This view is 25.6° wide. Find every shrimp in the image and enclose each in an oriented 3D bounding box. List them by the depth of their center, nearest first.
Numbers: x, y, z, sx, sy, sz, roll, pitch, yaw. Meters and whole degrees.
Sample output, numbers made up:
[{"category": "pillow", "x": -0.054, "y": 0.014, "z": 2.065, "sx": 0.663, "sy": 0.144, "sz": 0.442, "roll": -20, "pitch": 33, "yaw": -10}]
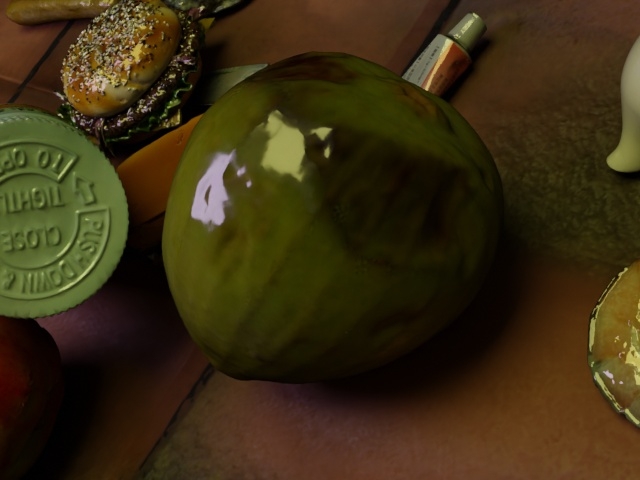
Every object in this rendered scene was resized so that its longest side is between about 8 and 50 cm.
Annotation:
[{"category": "shrimp", "x": 0.292, "y": 0.050, "z": 0.911, "sx": 0.251, "sy": 0.052, "sz": 0.144, "roll": -24, "pitch": 56, "yaw": 29}]

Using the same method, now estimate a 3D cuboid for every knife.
[{"category": "knife", "x": -0.081, "y": -0.146, "z": 1.351, "sx": 0.230, "sy": 0.028, "sz": 0.060, "roll": 3, "pitch": 56, "yaw": 42}]

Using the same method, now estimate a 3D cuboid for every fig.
[{"category": "fig", "x": 0.000, "y": 0.000, "z": 1.036, "sx": 0.271, "sy": 0.239, "sz": 0.239, "roll": -57, "pitch": 35, "yaw": 30}]

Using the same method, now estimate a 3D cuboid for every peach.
[{"category": "peach", "x": -0.318, "y": 0.124, "z": 1.182, "sx": 0.197, "sy": 0.197, "sz": 0.197, "roll": -19, "pitch": 47, "yaw": 22}]

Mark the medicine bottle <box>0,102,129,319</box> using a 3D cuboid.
[{"category": "medicine bottle", "x": -0.259, "y": -0.036, "z": 1.210, "sx": 0.158, "sy": 0.158, "sz": 0.318, "roll": -46, "pitch": 15, "yaw": -5}]

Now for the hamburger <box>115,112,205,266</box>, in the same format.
[{"category": "hamburger", "x": -0.103, "y": -0.046, "z": 1.236, "sx": 0.166, "sy": 0.087, "sz": 0.137, "roll": -27, "pitch": 44, "yaw": 14}]

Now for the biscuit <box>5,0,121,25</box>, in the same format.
[{"category": "biscuit", "x": -0.264, "y": -0.316, "z": 1.605, "sx": 0.183, "sy": 0.039, "sz": 0.174, "roll": -2, "pitch": 57, "yaw": 34}]

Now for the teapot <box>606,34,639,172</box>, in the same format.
[{"category": "teapot", "x": 0.297, "y": -0.135, "z": 1.018, "sx": 0.226, "sy": 0.092, "sz": 0.145, "roll": -25, "pitch": 31, "yaw": 16}]

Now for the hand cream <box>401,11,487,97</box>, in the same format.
[{"category": "hand cream", "x": 0.069, "y": -0.107, "z": 1.205, "sx": 0.216, "sy": 0.038, "sz": 0.052, "roll": -51, "pitch": 19, "yaw": -1}]

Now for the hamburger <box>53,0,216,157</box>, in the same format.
[{"category": "hamburger", "x": -0.192, "y": -0.168, "z": 1.384, "sx": 0.189, "sy": 0.093, "sz": 0.164, "roll": -26, "pitch": 41, "yaw": 29}]

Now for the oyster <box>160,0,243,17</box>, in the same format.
[{"category": "oyster", "x": -0.104, "y": -0.295, "z": 1.458, "sx": 0.125, "sy": 0.064, "sz": 0.177, "roll": -5, "pitch": 52, "yaw": 38}]
